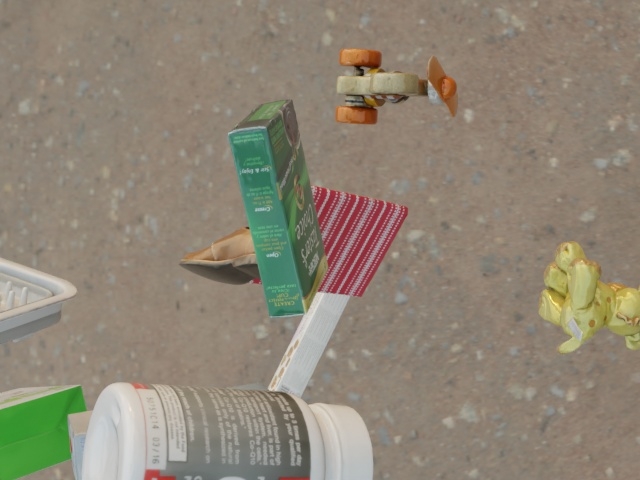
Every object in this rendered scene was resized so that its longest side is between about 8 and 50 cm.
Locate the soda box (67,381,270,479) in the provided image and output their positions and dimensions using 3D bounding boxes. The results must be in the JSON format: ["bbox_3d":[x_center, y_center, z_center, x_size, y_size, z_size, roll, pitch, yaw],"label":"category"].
[{"bbox_3d":[-0.201,0.273,1.334,0.098,0.286,0.091,-160,64,-70],"label":"soda box"}]

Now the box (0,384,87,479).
[{"bbox_3d":[-0.566,0.337,1.641,0.231,0.262,0.127,-12,91,45],"label":"box"}]

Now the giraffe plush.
[{"bbox_3d":[0.519,0.114,1.749,0.210,0.170,0.181,-98,16,-46],"label":"giraffe plush"}]

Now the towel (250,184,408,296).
[{"bbox_3d":[0.000,0.000,1.613,0.199,0.274,0.031,-62,39,24],"label":"towel"}]

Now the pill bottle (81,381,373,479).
[{"bbox_3d":[-0.095,0.239,1.022,0.161,0.283,0.161,-25,61,58],"label":"pill bottle"}]

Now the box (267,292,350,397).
[{"bbox_3d":[-0.028,0.236,2.171,0.324,0.067,0.063,-64,17,-17],"label":"box"}]

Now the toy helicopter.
[{"bbox_3d":[0.145,-0.273,1.722,0.234,0.355,0.140,4,98,1],"label":"toy helicopter"}]

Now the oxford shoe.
[{"bbox_3d":[-0.126,0.019,1.405,0.212,0.076,0.076,-7,62,43],"label":"oxford shoe"}]

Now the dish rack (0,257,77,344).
[{"bbox_3d":[-0.475,0.076,1.087,0.285,0.333,0.072,15,104,19],"label":"dish rack"}]

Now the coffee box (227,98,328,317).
[{"bbox_3d":[-0.036,-0.032,0.910,0.040,0.113,0.184,-6,109,14],"label":"coffee box"}]
